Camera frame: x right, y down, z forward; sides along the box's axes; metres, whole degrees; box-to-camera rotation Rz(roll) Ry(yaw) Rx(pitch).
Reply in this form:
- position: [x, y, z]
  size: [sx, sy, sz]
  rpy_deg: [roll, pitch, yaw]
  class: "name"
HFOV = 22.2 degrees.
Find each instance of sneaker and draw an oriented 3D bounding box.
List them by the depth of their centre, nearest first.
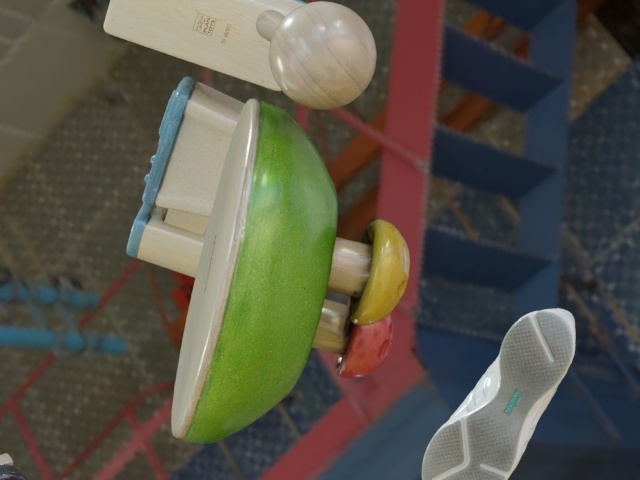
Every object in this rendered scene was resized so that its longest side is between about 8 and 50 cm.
- position: [0.120, 0.107, 1.043]
  size: [0.152, 0.054, 0.061]
  rpy_deg: [-57, -12, 18]
  class: "sneaker"

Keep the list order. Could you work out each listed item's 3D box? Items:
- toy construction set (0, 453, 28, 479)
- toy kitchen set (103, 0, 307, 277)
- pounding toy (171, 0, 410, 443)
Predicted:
- position: [-0.316, 0.356, 1.521]
  size: [0.257, 0.309, 0.237]
  rpy_deg: [-55, -41, -36]
  class: "toy construction set"
- position: [-0.092, -0.097, 1.128]
  size: [0.166, 0.122, 0.207]
  rpy_deg: [-78, 8, -68]
  class: "toy kitchen set"
- position: [0.000, 0.000, 0.861]
  size: [0.110, 0.183, 0.236]
  rpy_deg: [13, -86, -8]
  class: "pounding toy"
